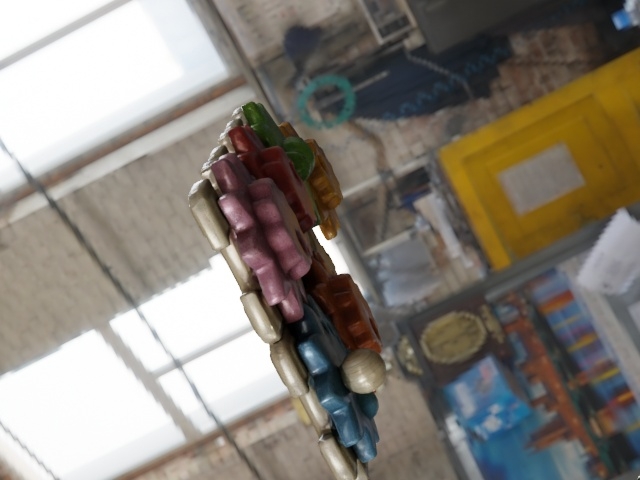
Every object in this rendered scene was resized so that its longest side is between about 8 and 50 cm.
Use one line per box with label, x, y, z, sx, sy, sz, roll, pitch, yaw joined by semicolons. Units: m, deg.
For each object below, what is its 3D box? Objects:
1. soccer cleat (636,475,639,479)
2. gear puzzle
soccer cleat;0.307;0.236;0.996;0.072;0.060;0.179;44;169;-5
gear puzzle;0.000;0.000;0.698;0.175;0.044;0.339;63;-172;-14
